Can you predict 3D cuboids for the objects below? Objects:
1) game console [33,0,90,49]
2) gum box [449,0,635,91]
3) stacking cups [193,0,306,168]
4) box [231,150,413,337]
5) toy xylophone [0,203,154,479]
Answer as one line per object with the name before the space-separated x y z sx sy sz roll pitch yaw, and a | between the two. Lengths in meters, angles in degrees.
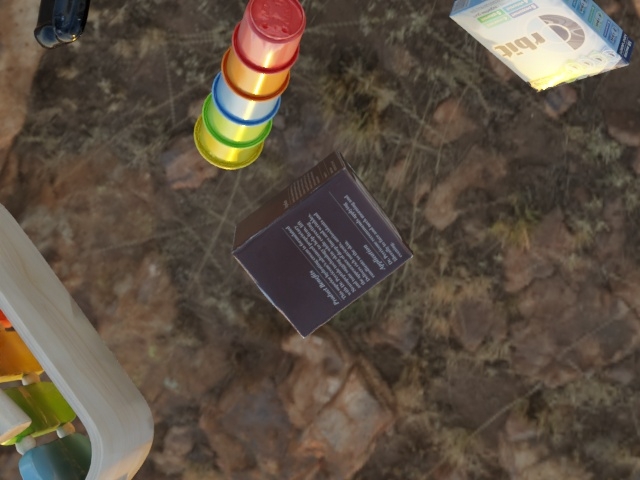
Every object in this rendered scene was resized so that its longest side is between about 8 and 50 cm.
game console | -0.315 -0.417 1.212 0.044 0.361 0.213 14 167 -35
gum box | 0.289 -0.277 1.238 0.184 0.041 0.157 32 156 -28
stacking cups | -0.082 -0.191 1.110 0.096 0.096 0.316 27 155 -4
box | 0.000 0.000 1.392 0.203 0.167 0.168 -36 104 6
toy xylophone | -0.245 0.068 0.693 0.081 0.236 0.322 -38 74 4
